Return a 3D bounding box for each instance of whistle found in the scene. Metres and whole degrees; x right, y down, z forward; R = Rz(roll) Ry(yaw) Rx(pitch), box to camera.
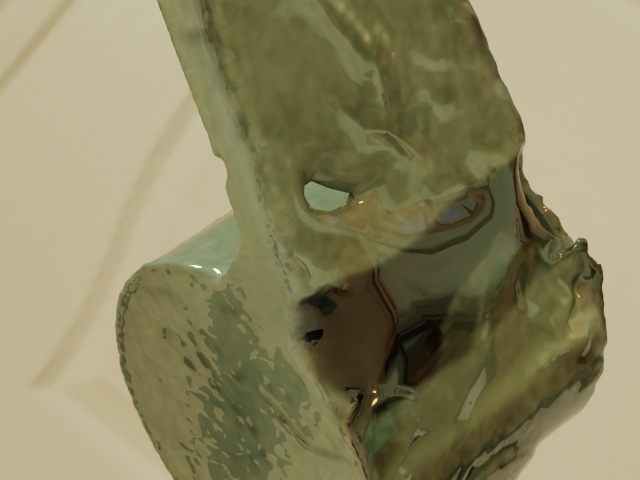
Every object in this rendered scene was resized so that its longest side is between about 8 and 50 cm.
[{"bbox_3d":[0.020,0.001,0.844,0.168,0.188,0.405,-33,-38,-32],"label":"whistle"}]
